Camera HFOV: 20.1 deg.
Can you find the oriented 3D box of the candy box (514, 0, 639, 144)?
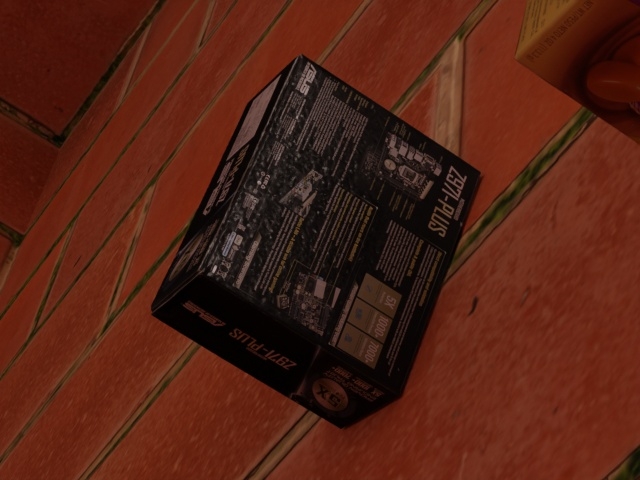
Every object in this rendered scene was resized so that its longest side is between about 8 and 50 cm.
[{"bbox_3d":[0.191,-0.125,0.841,0.187,0.109,0.053,-43,20,42],"label":"candy box"}]

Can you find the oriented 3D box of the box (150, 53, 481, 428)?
[{"bbox_3d":[0.000,0.000,1.133,0.077,0.147,0.180,-38,25,54],"label":"box"}]
